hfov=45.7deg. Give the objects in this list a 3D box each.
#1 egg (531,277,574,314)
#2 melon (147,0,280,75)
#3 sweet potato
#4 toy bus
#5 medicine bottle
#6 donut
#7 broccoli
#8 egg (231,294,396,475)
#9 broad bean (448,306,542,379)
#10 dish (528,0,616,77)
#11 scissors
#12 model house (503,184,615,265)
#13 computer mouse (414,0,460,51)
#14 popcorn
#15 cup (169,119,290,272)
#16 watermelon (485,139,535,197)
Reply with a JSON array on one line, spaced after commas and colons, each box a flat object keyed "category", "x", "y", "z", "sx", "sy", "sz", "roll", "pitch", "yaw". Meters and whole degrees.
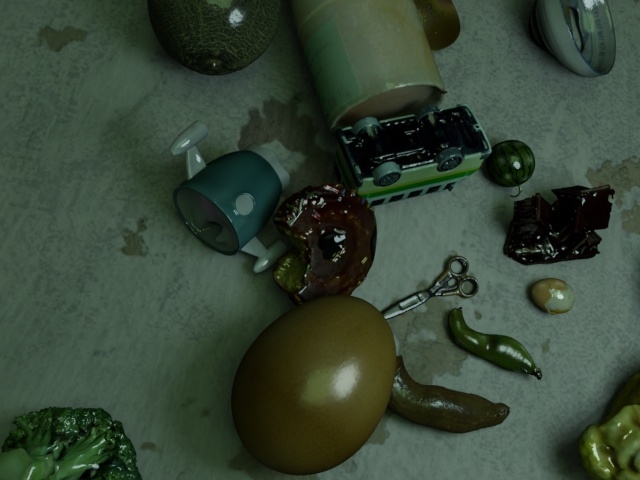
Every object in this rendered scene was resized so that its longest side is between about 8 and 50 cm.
[{"category": "egg", "x": 0.460, "y": 0.109, "z": 1.507, "sx": 0.083, "sy": 0.071, "sz": 0.071, "roll": 15, "pitch": 73, "yaw": -5}, {"category": "melon", "x": -0.199, "y": -0.468, "z": 1.422, "sx": 0.249, "sy": 0.248, "sz": 0.329, "roll": 2, "pitch": 69, "yaw": -12}, {"category": "sweet potato", "x": 0.221, "y": 0.292, "z": 1.399, "sx": 0.286, "sy": 0.085, "sz": 0.112, "roll": 17, "pitch": 68, "yaw": -8}, {"category": "toy bus", "x": 0.168, "y": -0.156, "z": 1.463, "sx": 0.276, "sy": 0.164, "sz": 0.133, "roll": -13, "pitch": 64, "yaw": -16}, {"category": "medicine bottle", "x": 0.069, "y": -0.424, "z": 1.470, "sx": 0.236, "sy": 0.236, "sz": 0.406, "roll": -14, "pitch": 77, "yaw": -15}, {"category": "donut", "x": 0.001, "y": 0.001, "z": 1.382, "sx": 0.216, "sy": 0.096, "sz": 0.230, "roll": -31, "pitch": 119, "yaw": -28}, {"category": "broccoli", "x": -0.411, "y": 0.375, "z": 1.155, "sx": 0.270, "sy": 0.270, "sz": 0.270, "roll": -5, "pitch": 63, "yaw": 9}, {"category": "egg", "x": -0.005, "y": 0.236, "z": 1.276, "sx": 0.250, "sy": 0.250, "sz": 0.322, "roll": 39, "pitch": 74, "yaw": 0}, {"category": "broad bean", "x": 0.335, "y": 0.206, "z": 1.466, "sx": 0.214, "sy": 0.048, "sz": 0.070, "roll": 33, "pitch": 72, "yaw": 1}, {"category": "dish", "x": 0.519, "y": -0.470, "z": 1.642, "sx": 0.273, "sy": 0.134, "sz": 0.273, "roll": 14, "pitch": 70, "yaw": -44}, {"category": "scissors", "x": 0.206, "y": 0.106, "z": 1.480, "sx": 0.220, "sy": 0.017, "sz": 0.088, "roll": -25, "pitch": 85, "yaw": -17}, {"category": "model house", "x": 0.473, "y": -0.033, "z": 1.499, "sx": 0.203, "sy": 0.164, "sz": 0.141, "roll": -13, "pitch": 74, "yaw": -13}, {"category": "computer mouse", "x": 0.204, "y": -0.516, "z": 1.621, "sx": 0.126, "sy": 0.056, "sz": 0.245, "roll": -27, "pitch": 82, "yaw": -18}, {"category": "popcorn", "x": 0.654, "y": 0.388, "z": 1.403, "sx": 0.292, "sy": 0.293, "sz": 0.334, "roll": 20, "pitch": 34, "yaw": 31}, {"category": "cup", "x": -0.151, "y": -0.086, "z": 1.382, "sx": 0.173, "sy": 0.167, "sz": 0.299, "roll": -46, "pitch": 115, "yaw": -29}, {"category": "watermelon", "x": 0.389, "y": -0.153, "z": 1.543, "sx": 0.109, "sy": 0.109, "sz": 0.109, "roll": 3, "pitch": 75, "yaw": -12}]
